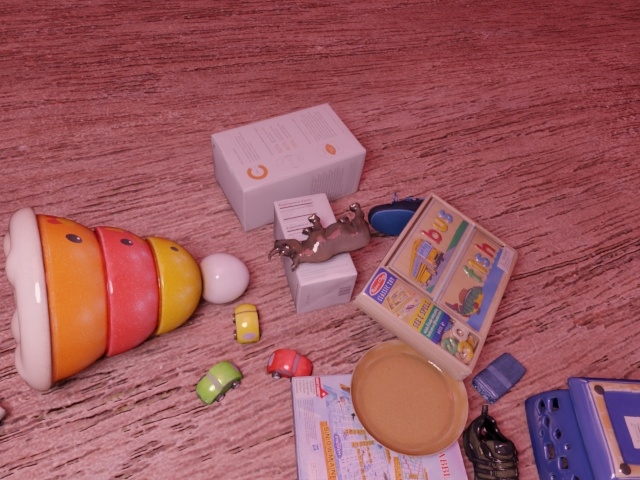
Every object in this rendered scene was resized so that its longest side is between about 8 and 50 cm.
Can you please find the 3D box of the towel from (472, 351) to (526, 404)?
[{"bbox_3d":[0.395,0.304,1.115,0.120,0.029,0.067,-30,62,-24],"label":"towel"}]

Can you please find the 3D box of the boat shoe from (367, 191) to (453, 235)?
[{"bbox_3d":[0.236,-0.069,1.343,0.259,0.109,0.089,2,45,-26],"label":"boat shoe"}]

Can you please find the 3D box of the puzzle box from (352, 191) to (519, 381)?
[{"bbox_3d":[0.278,0.079,1.138,0.272,0.052,0.409,35,49,5],"label":"puzzle box"}]

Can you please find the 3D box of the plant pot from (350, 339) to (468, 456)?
[{"bbox_3d":[0.173,0.311,1.001,0.237,0.032,0.236,4,53,-5],"label":"plant pot"}]

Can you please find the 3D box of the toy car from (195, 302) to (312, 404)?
[{"bbox_3d":[-0.164,0.257,1.069,0.225,0.053,0.239,-36,65,-28],"label":"toy car"}]

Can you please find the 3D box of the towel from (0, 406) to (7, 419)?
[{"bbox_3d":[-0.796,0.369,0.926,0.312,0.056,0.324,27,58,17],"label":"towel"}]

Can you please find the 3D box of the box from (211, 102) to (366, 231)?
[{"bbox_3d":[-0.087,-0.201,1.345,0.346,0.168,0.215,-21,59,-21],"label":"box"}]

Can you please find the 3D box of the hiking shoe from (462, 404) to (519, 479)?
[{"bbox_3d":[0.329,0.429,0.939,0.086,0.114,0.226,-7,39,-7],"label":"hiking shoe"}]

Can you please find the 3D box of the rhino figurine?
[{"bbox_3d":[0.000,0.000,1.093,0.244,0.073,0.106,-18,56,-18],"label":"rhino figurine"}]

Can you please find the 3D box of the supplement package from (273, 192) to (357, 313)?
[{"bbox_3d":[-0.021,0.027,1.202,0.134,0.139,0.244,-11,57,-14],"label":"supplement package"}]

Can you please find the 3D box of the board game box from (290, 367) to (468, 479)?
[{"bbox_3d":[0.111,0.416,0.975,0.318,0.065,0.318,-1,53,-7],"label":"board game box"}]

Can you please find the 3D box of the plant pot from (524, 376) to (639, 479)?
[{"bbox_3d":[0.562,0.390,0.958,0.236,0.212,0.235,4,53,-3],"label":"plant pot"}]

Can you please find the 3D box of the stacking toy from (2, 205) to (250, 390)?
[{"bbox_3d":[-0.380,0.094,1.063,0.480,0.350,0.350,-6,53,-33],"label":"stacking toy"}]
